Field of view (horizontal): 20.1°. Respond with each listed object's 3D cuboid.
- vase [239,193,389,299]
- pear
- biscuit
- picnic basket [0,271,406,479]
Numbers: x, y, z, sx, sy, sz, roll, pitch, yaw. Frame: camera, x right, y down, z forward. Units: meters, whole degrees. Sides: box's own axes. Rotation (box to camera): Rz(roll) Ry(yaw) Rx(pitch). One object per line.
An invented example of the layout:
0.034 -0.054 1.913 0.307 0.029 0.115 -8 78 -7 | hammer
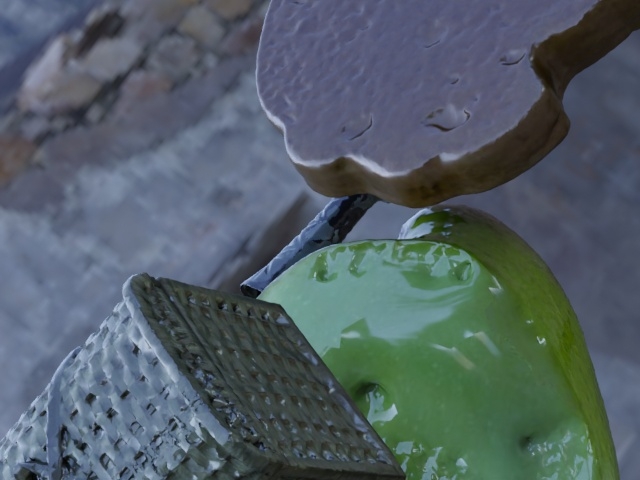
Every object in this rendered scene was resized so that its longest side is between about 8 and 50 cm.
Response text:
0.000 0.000 1.676 0.167 0.059 0.059 -49 -8 -17 | vase
0.078 0.128 1.419 0.238 0.342 0.318 15 -95 -78 | pear
0.113 -0.184 1.423 0.074 0.381 0.359 44 -128 -45 | biscuit
-0.091 0.130 0.907 0.196 0.134 0.154 -47 -33 19 | picnic basket
